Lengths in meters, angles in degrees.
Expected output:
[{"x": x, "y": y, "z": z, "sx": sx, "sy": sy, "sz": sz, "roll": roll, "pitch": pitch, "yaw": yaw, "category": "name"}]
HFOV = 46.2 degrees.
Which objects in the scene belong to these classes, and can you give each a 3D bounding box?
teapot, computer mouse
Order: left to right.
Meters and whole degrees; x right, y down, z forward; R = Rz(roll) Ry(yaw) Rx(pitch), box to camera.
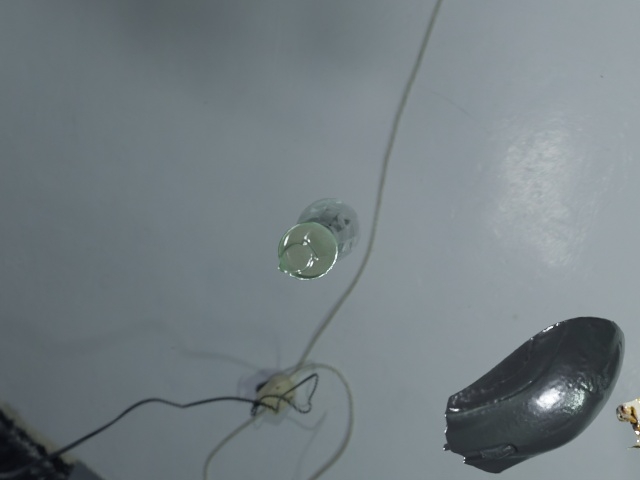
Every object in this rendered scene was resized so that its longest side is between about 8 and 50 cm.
[{"x": 0.000, "y": 0.000, "z": 0.445, "sx": 0.042, "sy": 0.111, "sz": 0.043, "roll": 1, "pitch": 98, "yaw": 6, "category": "teapot"}, {"x": 0.264, "y": 0.199, "z": 0.911, "sx": 0.264, "sy": 0.088, "sz": 0.147, "roll": -38, "pitch": 122, "yaw": 14, "category": "computer mouse"}]

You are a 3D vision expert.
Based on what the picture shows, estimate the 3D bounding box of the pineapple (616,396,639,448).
[{"x": 0.413, "y": 0.198, "z": 0.854, "sx": 0.137, "sy": 0.069, "sz": 0.116, "roll": 18, "pitch": 75, "yaw": 19, "category": "pineapple"}]
